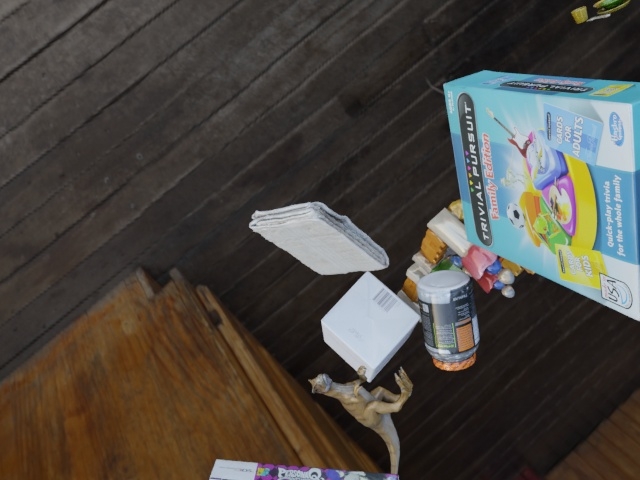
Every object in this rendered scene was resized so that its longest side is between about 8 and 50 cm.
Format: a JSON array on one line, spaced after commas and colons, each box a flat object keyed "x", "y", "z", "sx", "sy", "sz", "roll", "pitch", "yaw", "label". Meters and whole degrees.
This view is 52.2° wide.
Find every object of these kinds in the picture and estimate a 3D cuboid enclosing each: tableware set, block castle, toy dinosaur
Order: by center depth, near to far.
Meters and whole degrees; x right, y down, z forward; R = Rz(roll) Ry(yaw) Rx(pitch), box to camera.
[{"x": 0.070, "y": 0.216, "z": 0.819, "sx": 0.112, "sy": 0.064, "sz": 0.211, "roll": -37, "pitch": 111, "yaw": 11, "label": "toy dinosaur"}, {"x": 0.456, "y": -0.380, "z": 1.010, "sx": 0.154, "sy": 0.104, "sz": 0.024, "roll": -32, "pitch": 108, "yaw": -13, "label": "tableware set"}, {"x": 0.374, "y": 0.046, "z": 1.519, "sx": 0.303, "sy": 0.213, "sz": 0.453, "roll": -39, "pitch": 161, "yaw": -23, "label": "block castle"}]

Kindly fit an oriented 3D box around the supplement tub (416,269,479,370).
[{"x": 0.271, "y": 0.168, "z": 1.373, "sx": 0.116, "sy": 0.117, "sz": 0.191, "roll": -17, "pitch": 109, "yaw": -20, "label": "supplement tub"}]

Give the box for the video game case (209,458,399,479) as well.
[{"x": -0.021, "y": 0.366, "z": 0.754, "sx": 0.210, "sy": 0.042, "sz": 0.232, "roll": 3, "pitch": 110, "yaw": 3, "label": "video game case"}]

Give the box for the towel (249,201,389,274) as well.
[{"x": 0.000, "y": 0.000, "z": 1.389, "sx": 0.282, "sy": 0.187, "sz": 0.049, "roll": 37, "pitch": 56, "yaw": -45, "label": "towel"}]

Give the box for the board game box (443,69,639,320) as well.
[{"x": 0.299, "y": -0.078, "z": 0.844, "sx": 0.079, "sy": 0.336, "sz": 0.254, "roll": -21, "pitch": 113, "yaw": -17, "label": "board game box"}]

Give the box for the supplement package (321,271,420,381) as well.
[{"x": 0.124, "y": 0.231, "z": 1.696, "sx": 0.175, "sy": 0.177, "sz": 0.293, "roll": -46, "pitch": 167, "yaw": -12, "label": "supplement package"}]
